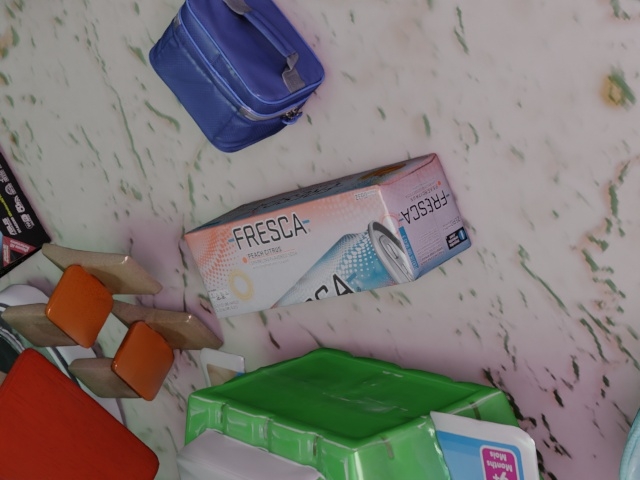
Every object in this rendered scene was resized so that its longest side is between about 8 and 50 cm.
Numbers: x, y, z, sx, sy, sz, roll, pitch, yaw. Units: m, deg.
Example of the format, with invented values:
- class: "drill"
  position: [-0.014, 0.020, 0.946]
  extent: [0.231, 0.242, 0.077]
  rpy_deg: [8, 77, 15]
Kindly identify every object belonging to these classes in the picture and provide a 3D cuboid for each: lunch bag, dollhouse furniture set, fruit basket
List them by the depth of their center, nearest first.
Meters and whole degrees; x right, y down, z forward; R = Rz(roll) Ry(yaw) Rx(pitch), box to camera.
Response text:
- class: "fruit basket"
  position: [0.029, 0.252, 0.944]
  extent: [0.327, 0.165, 0.353]
  rpy_deg: [10, 106, 56]
- class: "lunch bag"
  position: [-0.046, -0.105, 0.948]
  extent: [0.098, 0.067, 0.065]
  rpy_deg: [51, 137, 9]
- class: "dollhouse furniture set"
  position: [-0.139, 0.173, 1.076]
  extent: [0.135, 0.262, 0.259]
  rpy_deg: [5, 148, 40]

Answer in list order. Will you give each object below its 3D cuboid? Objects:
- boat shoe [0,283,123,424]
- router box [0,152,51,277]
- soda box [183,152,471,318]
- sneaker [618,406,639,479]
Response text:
- class: "boat shoe"
  position: [-0.216, 0.186, 1.243]
  extent: [0.108, 0.102, 0.301]
  rpy_deg: [6, 115, 42]
- class: "router box"
  position: [-0.271, -0.013, 1.235]
  extent: [0.122, 0.038, 0.092]
  rpy_deg: [-30, 89, 48]
- class: "soda box"
  position: [0.000, 0.000, 0.968]
  extent: [0.183, 0.058, 0.063]
  rpy_deg: [-13, 102, 47]
- class: "sneaker"
  position: [0.233, 0.045, 0.721]
  extent: [0.110, 0.122, 0.283]
  rpy_deg: [44, 135, 17]
